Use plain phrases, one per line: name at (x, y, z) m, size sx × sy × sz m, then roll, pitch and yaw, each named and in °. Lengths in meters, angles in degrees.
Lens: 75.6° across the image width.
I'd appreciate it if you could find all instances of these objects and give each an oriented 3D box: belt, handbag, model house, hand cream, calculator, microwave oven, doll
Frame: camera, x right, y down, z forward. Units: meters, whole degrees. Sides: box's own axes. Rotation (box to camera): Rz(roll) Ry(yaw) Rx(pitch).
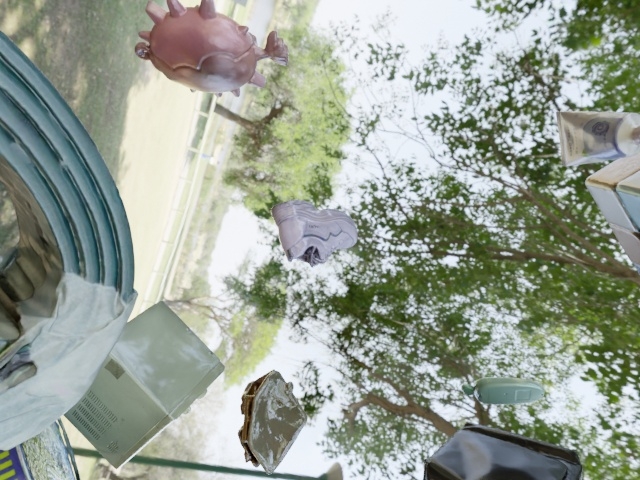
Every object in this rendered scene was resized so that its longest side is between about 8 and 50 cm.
belt at (-0.333, -0.014, 0.318) m, size 0.300 × 0.173 × 0.436 m, roll -39°, pitch 139°, yaw -27°
handbag at (0.348, 0.447, 0.787) m, size 0.247 × 0.223 × 0.080 m, roll -2°, pitch -88°, yaw 41°
model house at (-0.163, 0.515, 1.200) m, size 0.220 × 0.199 × 0.229 m, roll -38°, pitch 179°, yaw -32°
hand cream at (0.379, -0.140, 0.559) m, size 0.142 × 0.053 × 0.084 m, roll -150°, pitch -137°, yaw -69°
calculator at (0.361, 0.300, 0.822) m, size 0.021 × 0.153 × 0.095 m, roll -81°, pitch 157°, yaw -44°
microwave oven at (-0.314, 0.242, 0.708) m, size 0.240 × 0.194 × 0.145 m, roll -45°, pitch 176°, yaw 32°
doll at (-0.186, -0.320, 0.704) m, size 0.211 × 0.262 × 0.093 m, roll 68°, pitch 21°, yaw -65°

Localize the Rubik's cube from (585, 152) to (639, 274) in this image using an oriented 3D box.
Rubik's cube at (0.773, -0.045, 0.709) m, size 0.347 × 0.346 × 0.344 m, roll -34°, pitch -169°, yaw 14°

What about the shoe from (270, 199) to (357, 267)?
shoe at (0.000, 0.000, 0.932) m, size 0.095 × 0.245 × 0.137 m, roll -29°, pitch -122°, yaw 39°

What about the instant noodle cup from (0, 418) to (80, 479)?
instant noodle cup at (-0.533, 0.363, 0.554) m, size 0.284 × 0.313 × 0.283 m, roll 43°, pitch -36°, yaw 42°
